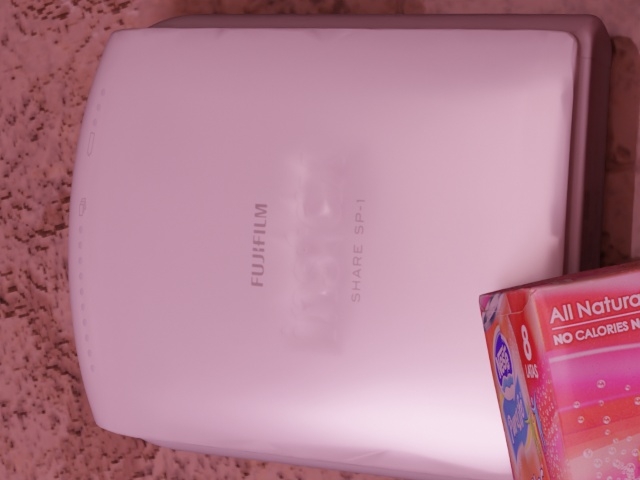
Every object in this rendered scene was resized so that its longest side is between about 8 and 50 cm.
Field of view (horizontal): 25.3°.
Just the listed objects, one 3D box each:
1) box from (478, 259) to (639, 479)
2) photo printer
[{"bbox_3d":[0.237,0.064,0.635,0.300,0.142,0.154,-10,87,-3],"label":"box"},{"bbox_3d":[0.000,0.000,0.799,0.307,0.107,0.256,4,93,21],"label":"photo printer"}]
